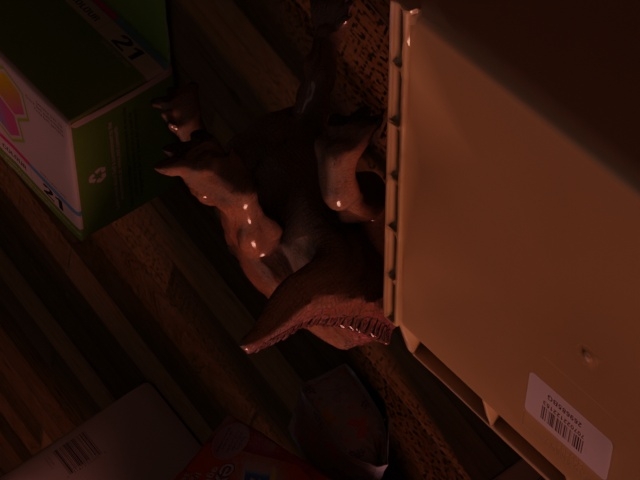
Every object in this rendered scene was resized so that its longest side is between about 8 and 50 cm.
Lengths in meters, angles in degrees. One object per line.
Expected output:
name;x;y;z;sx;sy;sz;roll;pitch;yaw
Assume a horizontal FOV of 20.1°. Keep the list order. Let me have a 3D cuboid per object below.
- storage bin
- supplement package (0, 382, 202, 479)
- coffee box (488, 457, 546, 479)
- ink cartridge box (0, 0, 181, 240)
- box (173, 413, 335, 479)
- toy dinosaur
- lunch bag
storage bin;0.158;0.022;0.795;0.262;0.123;0.260;42;153;30
supplement package;-0.202;0.276;1.701;0.149;0.194;0.203;50;155;18
coffee box;0.054;0.287;1.100;0.168;0.297;0.119;53;156;9
ink cartridge box;-0.195;-0.155;1.279;0.189;0.097;0.255;44;154;28
box;-0.002;0.254;1.287;0.128;0.123;0.257;25;161;47
toy dinosaur;0.000;0.000;0.988;0.296;0.127;0.200;-107;-4;-59
lunch bag;0.019;0.142;1.291;0.083;0.053;0.071;57;156;25
